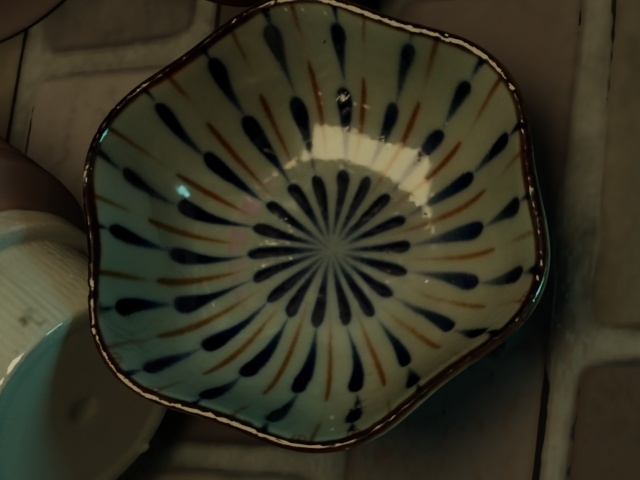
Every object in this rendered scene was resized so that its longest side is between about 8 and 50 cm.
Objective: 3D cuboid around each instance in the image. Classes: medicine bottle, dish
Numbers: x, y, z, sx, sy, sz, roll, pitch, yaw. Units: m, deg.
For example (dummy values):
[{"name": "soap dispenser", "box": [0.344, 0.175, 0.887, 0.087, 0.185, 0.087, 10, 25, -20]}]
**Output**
[{"name": "medicine bottle", "box": [-0.177, 0.014, 0.846, 0.247, 0.147, 0.147, 34, 95, 36]}, {"name": "dish", "box": [0.000, 0.000, 0.765, 0.191, 0.066, 0.190, -4, 69, 9]}]

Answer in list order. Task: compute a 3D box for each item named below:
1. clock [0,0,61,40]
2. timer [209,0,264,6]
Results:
[{"name": "clock", "box": [-0.183, -0.197, 0.963, 0.197, 0.068, 0.196, -10, 70, 30]}, {"name": "timer", "box": [-0.053, -0.153, 0.850, 0.152, 0.132, 0.132, -14, 65, 56]}]
